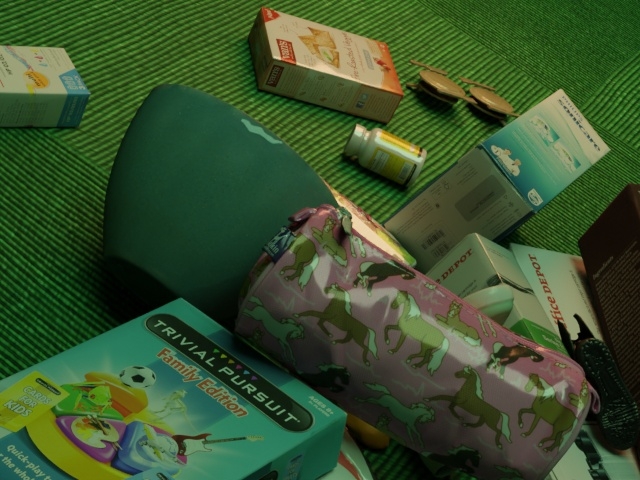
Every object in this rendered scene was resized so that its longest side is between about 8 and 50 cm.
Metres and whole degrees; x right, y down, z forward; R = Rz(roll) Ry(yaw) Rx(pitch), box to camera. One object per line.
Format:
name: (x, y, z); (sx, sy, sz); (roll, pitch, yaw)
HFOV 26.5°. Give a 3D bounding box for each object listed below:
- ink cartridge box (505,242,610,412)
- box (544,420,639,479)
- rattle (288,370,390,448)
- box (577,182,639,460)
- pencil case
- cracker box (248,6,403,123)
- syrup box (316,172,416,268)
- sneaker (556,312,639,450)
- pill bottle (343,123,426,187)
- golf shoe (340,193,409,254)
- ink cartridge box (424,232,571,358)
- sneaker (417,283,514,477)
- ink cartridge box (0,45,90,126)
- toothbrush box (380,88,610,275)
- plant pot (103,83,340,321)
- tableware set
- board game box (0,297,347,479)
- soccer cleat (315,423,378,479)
ink cartridge box: (0.374, 0.130, 1.872); (0.278, 0.117, 0.201); (10, 40, -25)
box: (0.369, 0.310, 1.665); (0.290, 0.087, 0.169); (5, 41, -31)
rattle: (0.047, 0.126, 1.576); (0.130, 0.200, 0.143); (6, 40, -29)
box: (0.480, 0.122, 1.744); (0.191, 0.143, 0.381); (13, 44, -22)
pencil case: (0.099, 0.119, 1.442); (0.386, 0.167, 0.160); (33, 45, 1)
cracker box: (0.007, -0.283, 2.194); (0.232, 0.067, 0.156); (12, 37, -21)
syrup box: (0.000, 0.000, 1.794); (0.237, 0.096, 0.093); (43, 42, 18)
sneaker: (0.341, 0.174, 1.682); (0.051, 0.089, 0.170); (-19, 89, -7)
pill bottle: (0.097, -0.132, 2.063); (0.116, 0.065, 0.065); (25, 34, -6)
golf shoe: (0.051, -0.005, 1.881); (0.186, 0.067, 0.086); (43, 11, 20)
ink cartridge box: (0.207, 0.117, 1.732); (0.087, 0.153, 0.208); (26, 30, -39)
sneaker: (0.177, 0.170, 1.569); (0.094, 0.256, 0.151); (-9, 56, -36)
ink cartridge box: (-0.412, -0.205, 1.805); (0.181, 0.061, 0.104); (-4, 46, -38)
toothbrush box: (0.255, -0.077, 1.953); (0.126, 0.216, 0.295); (51, 37, 2)
plant pot: (-0.144, -0.015, 1.604); (0.290, 0.290, 0.195); (34, 71, 8)
tableware set: (0.246, -0.243, 2.337); (0.194, 0.039, 0.128); (14, 25, -30)
board game box: (-0.179, 0.200, 1.354); (0.253, 0.079, 0.336); (32, 38, 30)
soccer cleat: (0.037, 0.328, 1.414); (0.116, 0.109, 0.318); (-16, 52, -25)
